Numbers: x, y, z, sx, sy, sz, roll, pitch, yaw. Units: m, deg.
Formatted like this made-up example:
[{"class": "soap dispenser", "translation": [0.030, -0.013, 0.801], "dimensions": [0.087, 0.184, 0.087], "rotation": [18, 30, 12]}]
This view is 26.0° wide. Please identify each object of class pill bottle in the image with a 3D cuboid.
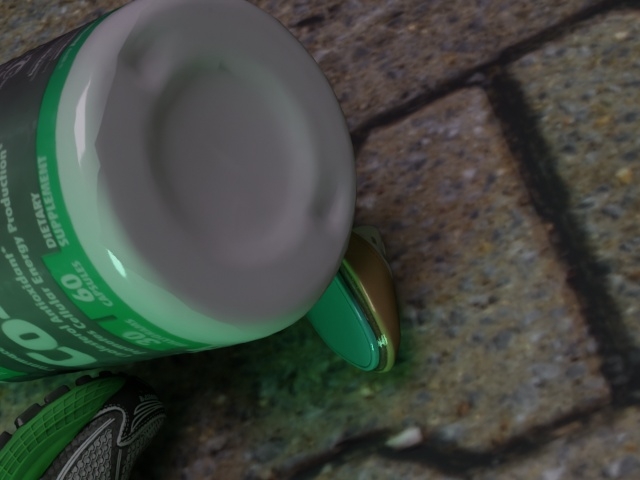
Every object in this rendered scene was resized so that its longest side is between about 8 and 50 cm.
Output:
[{"class": "pill bottle", "translation": [-0.166, -0.016, 0.886], "dimensions": [0.361, 0.204, 0.204], "rotation": [-14, 48, 47]}]

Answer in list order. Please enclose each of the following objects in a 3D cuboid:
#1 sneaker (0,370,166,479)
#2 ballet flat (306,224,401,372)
[{"class": "sneaker", "translation": [-0.165, 0.233, 0.822], "dimensions": [0.146, 0.134, 0.343], "rotation": [20, 56, 1]}, {"class": "ballet flat", "translation": [0.000, 0.000, 0.911], "dimensions": [0.073, 0.080, 0.232], "rotation": [-22, 43, -25]}]
